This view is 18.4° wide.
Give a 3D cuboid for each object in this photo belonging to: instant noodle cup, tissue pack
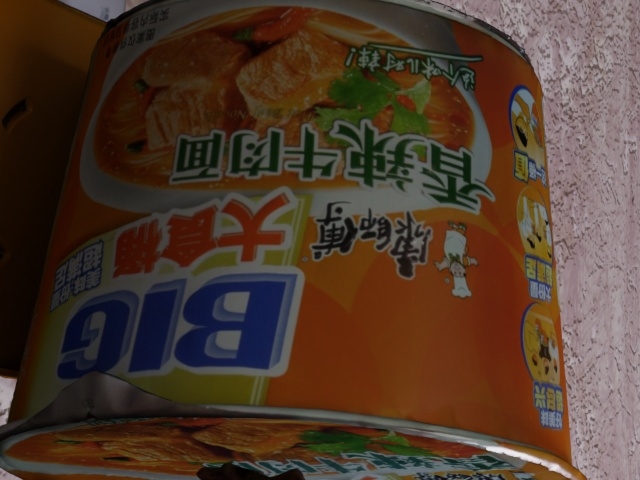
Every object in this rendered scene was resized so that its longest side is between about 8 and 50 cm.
[{"bbox_3d":[-0.008,0.016,0.963,0.296,0.296,0.214,32,57,-55],"label":"instant noodle cup"},{"bbox_3d":[-0.194,-0.032,1.025,0.274,0.145,0.194,20,78,-58],"label":"tissue pack"}]

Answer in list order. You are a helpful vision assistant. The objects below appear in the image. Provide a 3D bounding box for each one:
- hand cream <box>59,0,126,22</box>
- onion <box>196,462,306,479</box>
[{"bbox_3d":[-0.189,-0.147,1.114,0.255,0.048,0.079,14,87,-61],"label":"hand cream"},{"bbox_3d":[-0.122,0.243,0.908,0.398,0.398,0.420,-22,141,-56],"label":"onion"}]
